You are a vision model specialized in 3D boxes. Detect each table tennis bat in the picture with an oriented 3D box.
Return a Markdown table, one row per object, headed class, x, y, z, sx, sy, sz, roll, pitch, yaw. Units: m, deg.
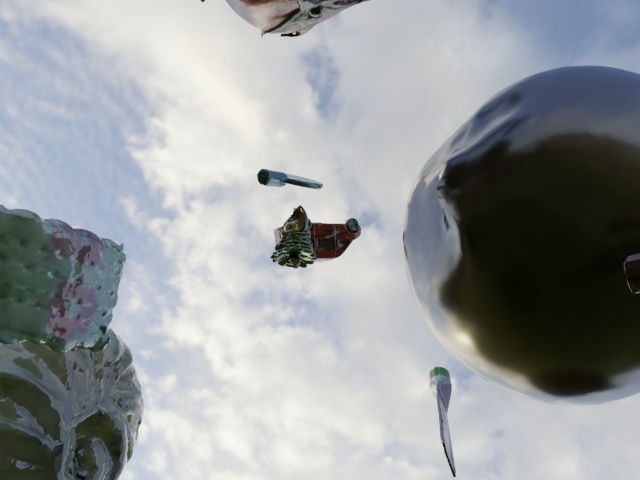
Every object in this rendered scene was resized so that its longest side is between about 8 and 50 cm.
| class | x | y | z | sx | sy | sz | roll | pitch | yaw |
| --- | --- | --- | --- | --- | --- | --- | --- | --- | --- |
| table tennis bat | -0.072 | -0.127 | 1.220 | 0.124 | 0.201 | 0.033 | 16 | -81 | 24 |

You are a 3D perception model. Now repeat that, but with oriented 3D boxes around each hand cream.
| class | x | y | z | sx | sy | sz | roll | pitch | yaw |
| --- | --- | --- | --- | --- | --- | --- | --- | --- | --- |
| hand cream | 0.253 | 0.357 | 1.190 | 0.079 | 0.275 | 0.050 | 44 | -69 | -9 |

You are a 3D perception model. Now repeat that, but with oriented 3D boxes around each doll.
| class | x | y | z | sx | sy | sz | roll | pitch | yaw |
| --- | --- | --- | --- | --- | --- | --- | --- | --- | --- |
| doll | -0.034 | -0.003 | 1.019 | 0.076 | 0.113 | 0.078 | 28 | -37 | -12 |

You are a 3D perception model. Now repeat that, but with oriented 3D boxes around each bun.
| class | x | y | z | sx | sy | sz | roll | pitch | yaw |
| --- | --- | --- | --- | --- | --- | --- | --- | --- | --- |
| bun | -0.412 | 0.282 | 0.860 | 0.210 | 0.359 | 0.360 | -2 | -66 | 34 |

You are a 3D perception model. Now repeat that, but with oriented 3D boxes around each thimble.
| class | x | y | z | sx | sy | sz | roll | pitch | yaw |
| --- | --- | --- | --- | --- | --- | --- | --- | --- | --- |
| thimble | -0.347 | 0.049 | 0.702 | 0.210 | 0.185 | 0.149 | 17 | -103 | -18 |

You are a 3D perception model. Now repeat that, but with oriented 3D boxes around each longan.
| class | x | y | z | sx | sy | sz | roll | pitch | yaw |
| --- | --- | --- | --- | --- | --- | --- | --- | --- | --- |
| longan | 0.220 | -0.003 | 0.526 | 0.318 | 0.319 | 0.319 | 8 | -64 | 16 |

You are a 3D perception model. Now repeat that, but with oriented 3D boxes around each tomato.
| class | x | y | z | sx | sy | sz | roll | pitch | yaw |
| --- | --- | --- | --- | --- | --- | --- | --- | --- | --- |
| tomato | -0.022 | -0.274 | 0.525 | 0.167 | 0.167 | 0.167 | 8 | -64 | 16 |

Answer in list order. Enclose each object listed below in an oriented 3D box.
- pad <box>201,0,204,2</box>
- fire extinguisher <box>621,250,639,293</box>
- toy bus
| class | x | y | z | sx | sy | sz | roll | pitch | yaw |
| --- | --- | --- | --- | --- | --- | --- | --- | --- | --- |
| pad | -0.195 | -0.473 | 0.907 | 0.127 | 0.190 | 0.004 | -44 | -116 | 9 |
| fire extinguisher | 0.218 | -0.003 | 0.318 | 0.100 | 0.032 | 0.046 | -17 | -109 | 29 |
| toy bus | 0.000 | 0.000 | 1.268 | 0.081 | 0.195 | 0.090 | -18 | -104 | 56 |
